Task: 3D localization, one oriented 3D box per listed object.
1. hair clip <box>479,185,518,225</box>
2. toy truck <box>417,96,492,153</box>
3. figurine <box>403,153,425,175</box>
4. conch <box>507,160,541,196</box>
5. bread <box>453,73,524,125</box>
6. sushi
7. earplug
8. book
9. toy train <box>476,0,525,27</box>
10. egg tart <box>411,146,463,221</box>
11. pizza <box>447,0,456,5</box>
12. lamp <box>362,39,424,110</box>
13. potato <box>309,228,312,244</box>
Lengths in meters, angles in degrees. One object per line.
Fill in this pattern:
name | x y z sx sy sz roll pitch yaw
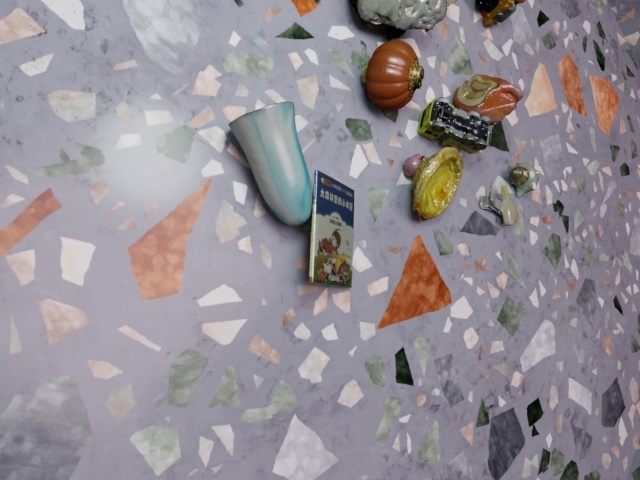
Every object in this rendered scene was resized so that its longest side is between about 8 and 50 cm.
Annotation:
hair clip | 0.751 -0.145 1.709 0.218 0.071 0.159 24 69 -31
toy truck | 0.493 -0.411 1.540 0.272 0.157 0.124 18 76 -16
figurine | 0.331 -0.266 1.463 0.071 0.067 0.083 4 114 -21
conch | 0.888 -0.256 1.780 0.234 0.114 0.137 32 81 -30
bread | 0.623 -0.546 1.598 0.123 0.244 0.190 36 102 -30
sushi | 0.260 -0.828 1.426 0.349 0.234 0.207 -1 41 -16
earplug | -0.106 -0.196 1.142 0.185 0.185 0.324 -27 103 -31
book | 0.040 -0.024 1.228 0.228 0.018 0.322 16 74 -57
toy train | 0.775 -1.134 1.808 0.232 0.163 0.369 19 73 -14
egg tart | 0.398 -0.201 1.451 0.279 0.095 0.278 -26 131 -35
pizza | 0.417 -0.987 1.566 0.223 0.089 0.323 -7 86 1
lamp | 0.241 -0.545 1.376 0.223 0.197 0.223 -40 137 -51
potato | 0.000 0.000 1.233 0.068 0.062 0.083 -60 145 -53
